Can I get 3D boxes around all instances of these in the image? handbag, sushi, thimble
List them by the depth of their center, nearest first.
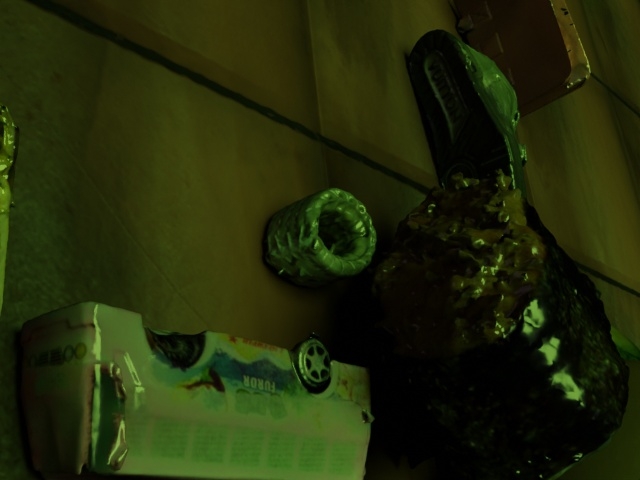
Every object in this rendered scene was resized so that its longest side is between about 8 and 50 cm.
[{"bbox_3d":[0.134,0.082,0.783,0.207,0.234,0.348,54,14,-11],"label":"sushi"},{"bbox_3d":[0.000,0.000,0.794,0.110,0.062,0.084,-28,94,-55],"label":"thimble"},{"bbox_3d":[0.287,-0.296,1.258,0.059,0.157,0.212,-5,74,-45],"label":"handbag"}]

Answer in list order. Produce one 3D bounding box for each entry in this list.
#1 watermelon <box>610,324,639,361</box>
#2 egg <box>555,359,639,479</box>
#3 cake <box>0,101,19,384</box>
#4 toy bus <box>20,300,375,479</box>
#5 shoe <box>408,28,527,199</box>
[{"bbox_3d":[0.359,0.189,1.094,0.232,0.127,0.204,53,30,-23],"label":"watermelon"},{"bbox_3d":[0.294,0.287,0.795,0.301,0.301,0.374,39,35,-32],"label":"egg"},{"bbox_3d":[-0.237,0.004,0.509,0.080,0.116,0.185,-4,105,-48],"label":"cake"},{"bbox_3d":[-0.074,0.118,0.609,0.274,0.090,0.112,20,61,-44],"label":"toy bus"},{"bbox_3d":[0.221,-0.134,1.113,0.149,0.109,0.293,2,64,-46],"label":"shoe"}]
